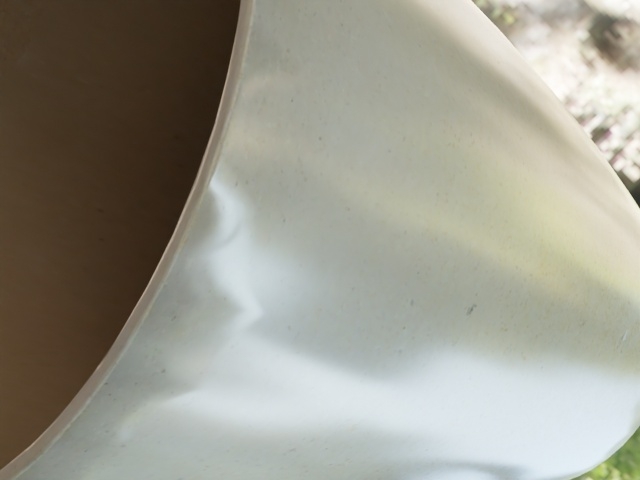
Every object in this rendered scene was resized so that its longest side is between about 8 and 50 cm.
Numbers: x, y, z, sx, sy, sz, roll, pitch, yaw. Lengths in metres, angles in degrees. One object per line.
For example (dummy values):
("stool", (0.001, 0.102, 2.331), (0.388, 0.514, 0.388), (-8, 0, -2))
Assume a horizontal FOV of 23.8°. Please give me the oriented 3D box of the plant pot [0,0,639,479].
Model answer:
("plant pot", (0.000, 0.000, 0.570), (0.256, 0.274, 0.257), (-26, -126, 43))
